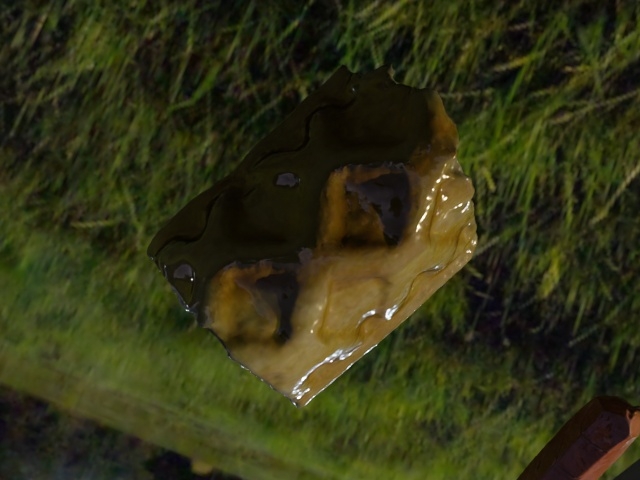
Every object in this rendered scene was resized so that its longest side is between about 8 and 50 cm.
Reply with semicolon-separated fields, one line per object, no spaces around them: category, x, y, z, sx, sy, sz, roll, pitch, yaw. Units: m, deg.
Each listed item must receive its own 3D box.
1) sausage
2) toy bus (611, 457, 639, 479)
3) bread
sausage;0.275;0.223;0.986;0.065;0.169;0.065;31;-160;-13
toy bus;0.100;0.205;0.372;0.113;0.301;0.139;33;144;47
bread;-0.003;-0.002;0.805;0.196;0.252;0.238;44;169;23
